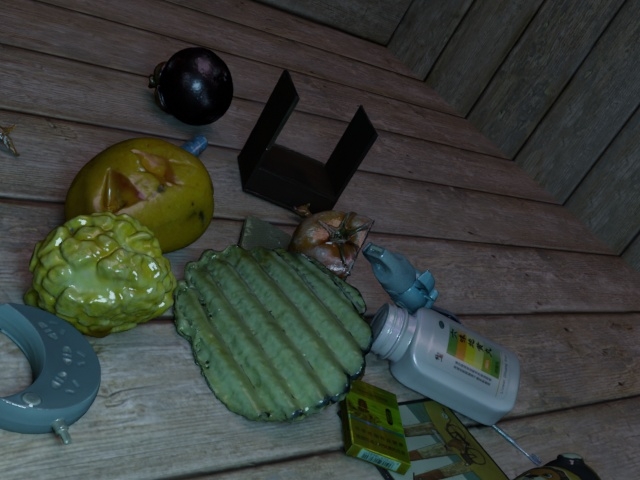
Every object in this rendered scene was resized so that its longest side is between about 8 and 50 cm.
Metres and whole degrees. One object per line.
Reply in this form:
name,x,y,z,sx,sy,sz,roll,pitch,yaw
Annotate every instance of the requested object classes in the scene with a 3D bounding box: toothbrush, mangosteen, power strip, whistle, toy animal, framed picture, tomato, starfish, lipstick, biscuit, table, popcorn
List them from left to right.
starfish,-0.664,-0.214,1.701,0.130,0.041,0.133,13,31,-34
power strip,-0.401,0.195,1.236,0.167,0.054,0.253,16,28,-31
popcorn,-0.356,0.061,1.387,0.235,0.216,0.181,20,38,-47
mangosteen,-0.357,-0.414,2.281,0.249,0.212,0.211,8,14,26
lipstick,-0.324,-0.223,2.112,0.048,0.048,0.158,31,24,-2
biscuit,-0.126,0.016,1.912,0.121,0.041,0.199,29,24,-13
table,-0.038,-0.240,2.195,0.250,0.282,0.196,22,26,-22
toy animal,0.009,0.003,2.078,0.149,0.054,0.276,19,30,-21
tomato,0.010,0.021,1.877,0.155,0.181,0.214,23,48,4
whistle,0.176,0.088,1.838,0.186,0.093,0.274,27,-14,42
framed picture,0.206,0.401,1.621,0.323,0.013,0.244,5,35,-47
toothbrush,0.401,0.419,1.813,0.167,0.014,0.011,39,34,15

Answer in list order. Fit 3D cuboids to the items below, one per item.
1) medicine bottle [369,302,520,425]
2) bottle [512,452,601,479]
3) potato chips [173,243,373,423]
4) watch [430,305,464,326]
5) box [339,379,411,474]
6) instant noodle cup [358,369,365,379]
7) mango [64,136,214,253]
medicine bottle,0.257,0.249,1.797,0.324,0.124,0.179,27,45,-7
bottle,0.401,0.486,1.513,0.171,0.172,0.351,43,24,23
potato chips,-0.077,0.149,1.565,0.358,0.070,0.429,-16,46,-28
watch,0.273,0.224,1.966,0.206,0.068,0.193,23,25,-25
box,0.095,0.334,1.564,0.121,0.030,0.193,25,24,-17
instant noodle cup,-0.003,0.168,1.714,0.274,0.091,0.274,27,26,-14
mango,-0.354,-0.070,1.662,0.253,0.182,0.365,37,36,3
